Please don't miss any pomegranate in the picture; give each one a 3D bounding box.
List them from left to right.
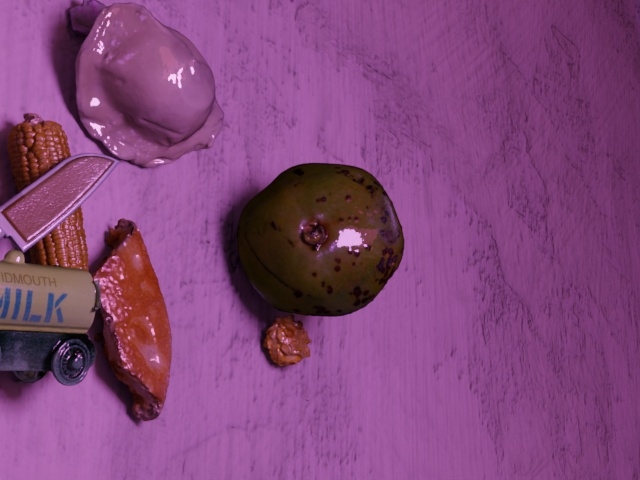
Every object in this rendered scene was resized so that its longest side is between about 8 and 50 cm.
[{"bbox_3d":[0.000,0.000,1.953,0.270,0.254,0.254,-88,159,-88],"label":"pomegranate"}]

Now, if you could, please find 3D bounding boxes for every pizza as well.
[{"bbox_3d":[-0.249,0.103,1.694,0.134,0.056,0.271,-10,84,-59],"label":"pizza"}]

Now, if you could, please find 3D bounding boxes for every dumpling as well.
[{"bbox_3d":[-0.246,-0.207,1.781,0.193,0.147,0.258,-37,124,-12],"label":"dumpling"}]

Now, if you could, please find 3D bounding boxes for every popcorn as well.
[{"bbox_3d":[-0.049,0.152,1.959,0.082,0.057,0.083,48,37,-34],"label":"popcorn"}]

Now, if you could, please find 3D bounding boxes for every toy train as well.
[{"bbox_3d":[-0.357,0.089,1.474,0.253,0.105,0.157,9,84,-51],"label":"toy train"}]

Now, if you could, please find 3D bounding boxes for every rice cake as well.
[{"bbox_3d":[-0.255,-0.275,1.875,0.270,0.049,0.055,27,31,-47],"label":"rice cake"}]

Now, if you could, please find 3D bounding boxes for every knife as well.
[{"bbox_3d":[-0.365,-0.014,1.525,0.061,0.027,0.343,51,54,-6],"label":"knife"}]

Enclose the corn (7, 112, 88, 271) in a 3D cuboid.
[{"bbox_3d":[-0.340,-0.047,1.615,0.080,0.080,0.238,-3,77,-56],"label":"corn"}]
